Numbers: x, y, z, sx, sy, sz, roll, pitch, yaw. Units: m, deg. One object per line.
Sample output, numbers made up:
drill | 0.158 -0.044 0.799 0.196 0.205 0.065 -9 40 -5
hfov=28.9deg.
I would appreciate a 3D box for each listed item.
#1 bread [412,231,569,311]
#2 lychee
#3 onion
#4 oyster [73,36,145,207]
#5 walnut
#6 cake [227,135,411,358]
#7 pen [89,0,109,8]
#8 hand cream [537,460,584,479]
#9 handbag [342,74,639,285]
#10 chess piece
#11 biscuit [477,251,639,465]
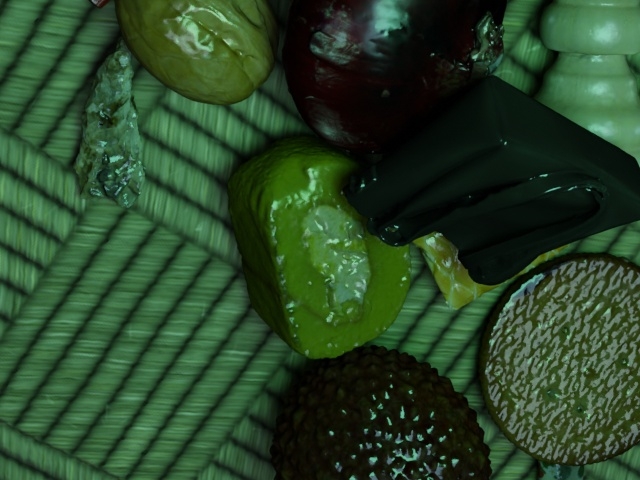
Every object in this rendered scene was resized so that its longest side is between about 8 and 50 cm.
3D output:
bread | 0.219 -0.006 1.609 0.188 0.068 0.125 -29 114 0
lychee | 0.078 0.281 1.583 0.275 0.276 0.304 -24 93 -3
onion | 0.099 -0.231 1.381 0.232 0.314 0.314 34 104 22
oyster | -0.250 -0.130 1.459 0.106 0.061 0.200 -14 113 -6
walnut | -0.136 -0.241 1.393 0.206 0.159 0.159 39 99 -30
cake | 0.000 0.000 1.517 0.179 0.156 0.261 -22 120 -22
pen | -0.175 -0.354 1.407 0.239 0.028 0.028 -44 114 5
hand cream | 0.342 0.303 1.767 0.095 0.059 0.276 -5 107 -12
handbag | 0.199 -0.050 1.401 0.285 0.114 0.257 21 143 -38
chess piece | 0.331 -0.231 1.505 0.167 0.167 0.300 -2 108 -12
biscuit | 0.359 0.164 1.702 0.305 0.038 0.305 -2 100 -10
